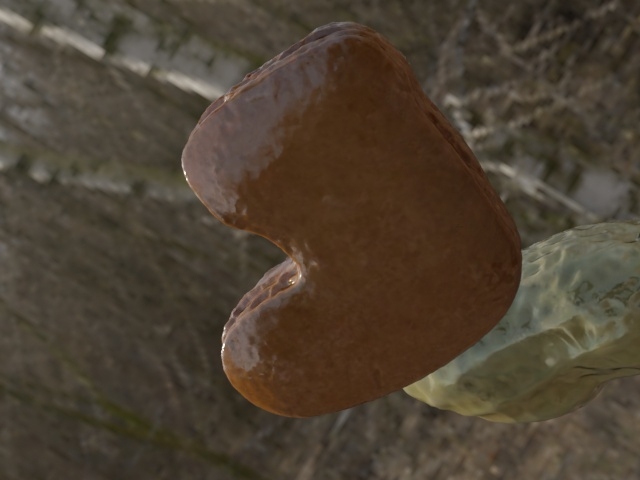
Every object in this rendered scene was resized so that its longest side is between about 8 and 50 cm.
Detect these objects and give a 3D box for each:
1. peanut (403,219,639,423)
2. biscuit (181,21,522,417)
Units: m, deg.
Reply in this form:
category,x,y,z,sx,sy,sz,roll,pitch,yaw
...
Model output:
category,x,y,z,sx,sy,sz,roll,pitch,yaw
peanut,0.205,0.068,1.404,0.313,0.152,0.152,-22,20,28
biscuit,0.000,0.000,0.875,0.186,0.192,0.036,-28,20,22
